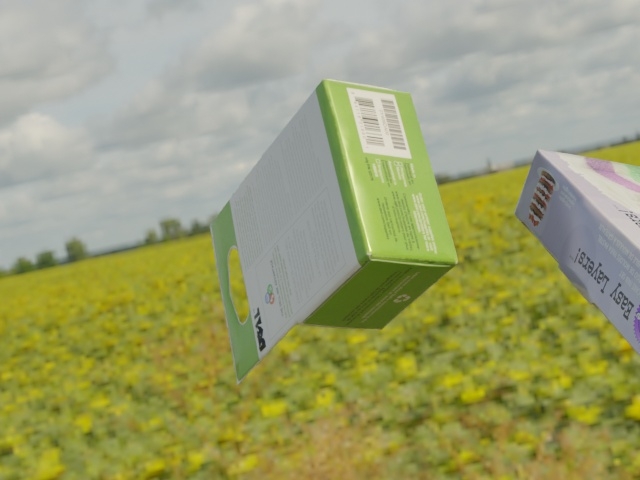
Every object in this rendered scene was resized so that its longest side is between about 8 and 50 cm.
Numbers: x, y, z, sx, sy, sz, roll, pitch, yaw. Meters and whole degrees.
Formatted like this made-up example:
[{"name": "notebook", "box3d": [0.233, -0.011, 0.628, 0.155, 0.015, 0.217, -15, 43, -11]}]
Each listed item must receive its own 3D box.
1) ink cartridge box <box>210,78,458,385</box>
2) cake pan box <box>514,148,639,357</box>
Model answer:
[{"name": "ink cartridge box", "box3d": [0.000, 0.000, 1.311, 0.097, 0.189, 0.255, 5, -33, -30]}, {"name": "cake pan box", "box3d": [0.304, 0.025, 1.044, 0.245, 0.070, 0.267, 7, 24, -18]}]
